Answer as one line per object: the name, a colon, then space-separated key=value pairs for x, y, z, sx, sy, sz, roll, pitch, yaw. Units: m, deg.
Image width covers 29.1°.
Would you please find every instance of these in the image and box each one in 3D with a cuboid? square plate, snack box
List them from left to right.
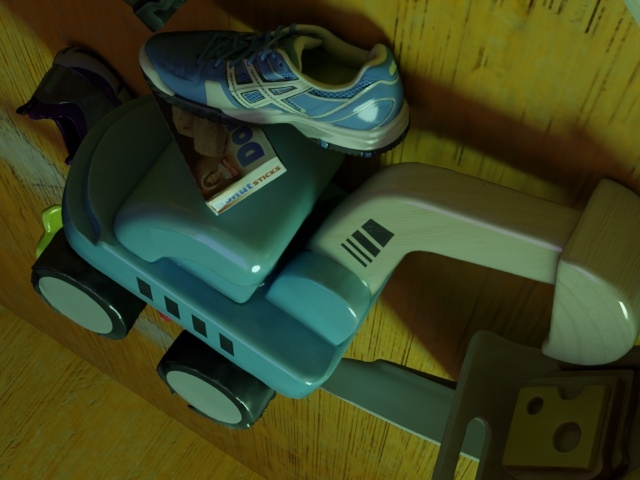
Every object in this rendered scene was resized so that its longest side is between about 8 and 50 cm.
snack box: x=-0.086 y=-0.094 z=0.970 sx=0.022 sy=0.064 sz=0.178 roll=56 pitch=-177 yaw=-46
square plate: x=0.201 y=0.189 z=1.165 sx=0.347 sy=0.049 sz=0.344 roll=18 pitch=177 yaw=40

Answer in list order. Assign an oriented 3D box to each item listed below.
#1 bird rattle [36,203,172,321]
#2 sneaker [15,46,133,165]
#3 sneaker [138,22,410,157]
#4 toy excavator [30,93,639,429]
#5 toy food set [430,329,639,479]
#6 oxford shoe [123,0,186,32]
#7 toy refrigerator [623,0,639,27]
bird rattle: x=-0.198 y=0.006 z=1.444 sx=0.253 sy=0.143 sz=0.207 roll=34 pitch=145 yaw=-5
sneaker: x=-0.206 y=-0.090 z=1.254 sx=0.224 sy=0.098 sz=0.083 roll=44 pitch=159 yaw=-24
sneaker: x=-0.034 y=-0.129 z=0.907 sx=0.211 sy=0.080 sz=0.081 roll=12 pitch=144 yaw=12
toy excavator: x=0.000 y=0.000 z=1.001 sx=0.433 sy=0.222 sz=0.445 roll=34 pitch=152 yaw=-2
toy food set: x=0.205 y=0.154 z=0.865 sx=0.306 sy=0.219 sz=0.092 roll=-9 pitch=145 yaw=46
oxford shoe: x=-0.113 y=-0.210 z=0.840 sx=0.096 sy=0.083 sz=0.227 roll=42 pitch=160 yaw=-14
toy refrigerator: x=0.222 y=-0.135 z=0.439 sx=0.269 sy=0.094 sz=0.102 roll=8 pitch=147 yaw=52
